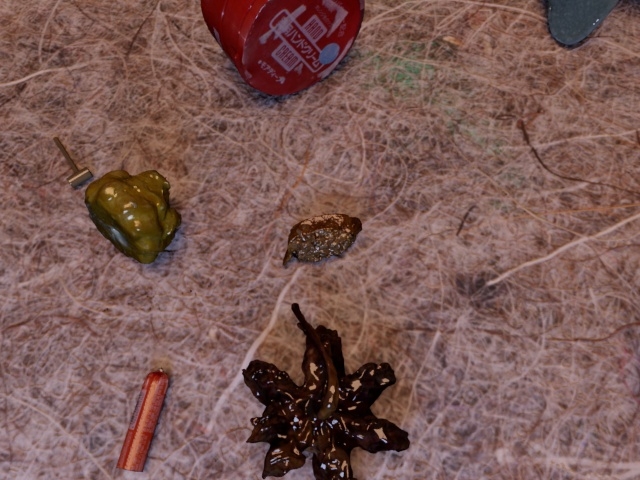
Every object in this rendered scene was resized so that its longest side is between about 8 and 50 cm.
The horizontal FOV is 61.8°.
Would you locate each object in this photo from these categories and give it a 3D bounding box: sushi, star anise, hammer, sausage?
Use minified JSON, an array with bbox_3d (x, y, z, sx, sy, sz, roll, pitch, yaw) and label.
[{"bbox_3d":[0.000,0.000,0.761,0.120,0.052,0.055,-11,51,-4],"label":"sushi"},{"bbox_3d":[-0.001,0.203,0.635,0.220,0.126,0.190,32,76,13],"label":"star anise"},{"bbox_3d":[-0.406,-0.131,0.859,0.035,0.019,0.110,-36,67,-11],"label":"hammer"},{"bbox_3d":[-0.224,0.226,0.685,0.034,0.034,0.129,9,67,7],"label":"sausage"}]

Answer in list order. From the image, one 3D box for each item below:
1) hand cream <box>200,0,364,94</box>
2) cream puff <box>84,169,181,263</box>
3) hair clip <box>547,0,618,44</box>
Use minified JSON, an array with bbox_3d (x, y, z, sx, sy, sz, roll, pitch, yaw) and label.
[{"bbox_3d":[-0.059,-0.355,0.823,0.230,0.230,0.149,-30,69,-9],"label":"hand cream"},{"bbox_3d":[-0.253,-0.046,0.757,0.146,0.146,0.116,33,55,16],"label":"cream puff"},{"bbox_3d":[0.520,-0.558,0.851,0.238,0.392,0.318,-12,65,-30],"label":"hair clip"}]
